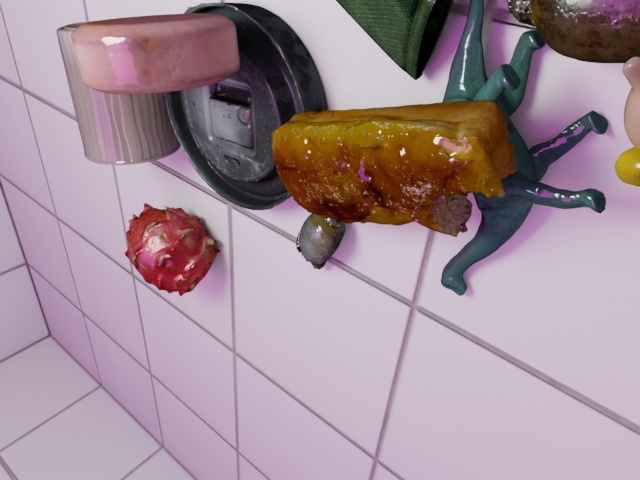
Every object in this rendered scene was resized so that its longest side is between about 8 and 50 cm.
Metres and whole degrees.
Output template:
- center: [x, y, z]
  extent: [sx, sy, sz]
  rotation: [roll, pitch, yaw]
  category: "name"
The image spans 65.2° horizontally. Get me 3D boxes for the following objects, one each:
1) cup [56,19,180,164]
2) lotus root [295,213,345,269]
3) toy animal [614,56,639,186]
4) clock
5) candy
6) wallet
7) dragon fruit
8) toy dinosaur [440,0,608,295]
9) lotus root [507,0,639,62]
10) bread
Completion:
- center: [-0.418, -0.330, 1.093]
  extent: [0.208, 0.288, 0.273]
  rotation: [1, 120, 3]
  category: "cup"
- center: [-0.003, 0.000, 0.958]
  extent: [0.088, 0.088, 0.165]
  rotation: [45, 147, 14]
  category: "lotus root"
- center: [0.370, -0.096, 0.441]
  extent: [0.248, 0.149, 0.165]
  rotation: [27, 152, -21]
  category: "toy animal"
- center: [-0.149, -0.246, 0.948]
  extent: [0.386, 0.076, 0.386]
  rotation: [24, 129, 32]
  category: "clock"
- center: [-0.246, -0.296, 0.778]
  extent: [0.255, 0.255, 0.094]
  rotation: [18, 125, 36]
  category: "candy"
- center: [0.071, -0.343, 0.662]
  extent: [0.236, 0.055, 0.160]
  rotation: [53, 166, 14]
  category: "wallet"
- center: [-0.383, 0.010, 1.244]
  extent: [0.268, 0.210, 0.205]
  rotation: [49, 121, 18]
  category: "dragon fruit"
- center: [0.192, -0.112, 0.700]
  extent: [0.383, 0.129, 0.331]
  rotation: [58, 147, 0]
  category: "toy dinosaur"
- center: [0.292, -0.240, 0.502]
  extent: [0.209, 0.120, 0.120]
  rotation: [17, 125, 31]
  category: "lotus root"
- center: [0.084, -0.089, 0.685]
  extent: [0.380, 0.109, 0.185]
  rotation: [12, 138, 48]
  category: "bread"
